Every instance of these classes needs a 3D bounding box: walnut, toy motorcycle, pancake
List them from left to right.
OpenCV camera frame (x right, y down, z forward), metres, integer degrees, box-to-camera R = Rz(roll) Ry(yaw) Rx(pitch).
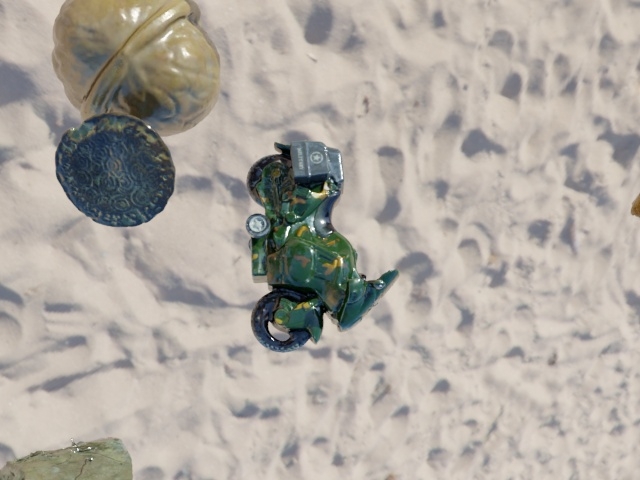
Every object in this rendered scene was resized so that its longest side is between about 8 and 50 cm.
[{"bbox_3d":[-0.321,-0.108,1.195,0.199,0.021,0.199,1,119,1],"label":"pancake"},{"bbox_3d":[-0.315,-0.306,1.306,0.296,0.285,0.285,39,87,-9],"label":"walnut"},{"bbox_3d":[0.000,0.000,0.956,0.187,0.274,0.125,-4,161,-4],"label":"toy motorcycle"}]

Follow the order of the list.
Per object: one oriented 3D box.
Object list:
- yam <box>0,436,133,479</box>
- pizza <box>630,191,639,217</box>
[{"bbox_3d":[-0.250,0.239,0.547,0.254,0.154,0.154,-5,118,-40],"label":"yam"},{"bbox_3d":[0.456,-0.055,0.861,0.062,0.161,0.182,15,126,-29],"label":"pizza"}]
